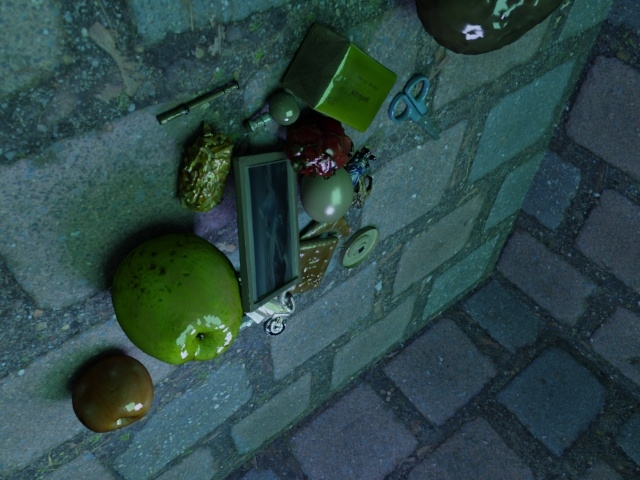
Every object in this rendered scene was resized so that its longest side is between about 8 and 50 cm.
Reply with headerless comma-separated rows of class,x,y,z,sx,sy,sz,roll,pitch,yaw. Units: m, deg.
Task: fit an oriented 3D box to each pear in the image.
pear,-0.394,0.175,1.556,0.391,0.391,0.391,-32,148,-23

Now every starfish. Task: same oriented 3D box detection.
starfish,0.148,-0.196,2.092,0.146,0.074,0.190,-18,139,-30

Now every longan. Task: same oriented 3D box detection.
longan,0.473,-0.738,1.495,0.435,0.404,0.403,-34,158,28

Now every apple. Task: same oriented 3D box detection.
apple,-0.673,0.507,1.762,0.253,0.253,0.254,-32,148,-23

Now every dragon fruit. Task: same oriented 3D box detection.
dragon fruit,0.002,-0.294,1.658,0.274,0.192,0.193,-40,143,-43

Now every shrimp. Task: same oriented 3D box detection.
shrimp,0.021,-0.026,2.140,0.286,0.068,0.185,-14,139,-42

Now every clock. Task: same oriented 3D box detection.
clock,0.181,0.035,2.460,0.234,0.029,0.235,-32,148,-23

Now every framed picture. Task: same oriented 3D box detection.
framed picture,-0.149,-0.043,1.629,0.326,0.028,0.447,-28,119,-61

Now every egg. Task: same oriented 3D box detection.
egg,0.023,-0.171,1.841,0.185,0.186,0.242,-23,138,-34

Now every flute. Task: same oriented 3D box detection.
flute,-0.306,-0.348,1.363,0.233,0.027,0.027,-33,149,-21

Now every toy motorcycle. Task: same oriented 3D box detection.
toy motorcycle,-0.199,0.208,2.030,0.223,0.108,0.341,-44,124,-4

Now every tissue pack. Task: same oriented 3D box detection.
tissue pack,0.062,-0.457,1.547,0.274,0.167,0.200,9,118,-54

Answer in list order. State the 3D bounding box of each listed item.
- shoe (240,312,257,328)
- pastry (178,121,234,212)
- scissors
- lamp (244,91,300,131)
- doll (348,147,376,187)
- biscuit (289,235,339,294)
shoe,-0.268,0.302,2.138,0.250,0.103,0.100,-23,119,-26
pastry,-0.318,-0.189,1.469,0.154,0.102,0.250,-16,141,-35
scissors,0.395,-0.476,2.091,0.193,0.029,0.447,-50,150,8
lamp,-0.140,-0.352,1.522,0.163,0.091,0.091,-28,149,-3
doll,0.121,-0.254,1.989,0.195,0.070,0.096,-46,121,-4
biscuit,-0.053,0.112,2.183,0.217,0.044,0.325,-12,143,-31
